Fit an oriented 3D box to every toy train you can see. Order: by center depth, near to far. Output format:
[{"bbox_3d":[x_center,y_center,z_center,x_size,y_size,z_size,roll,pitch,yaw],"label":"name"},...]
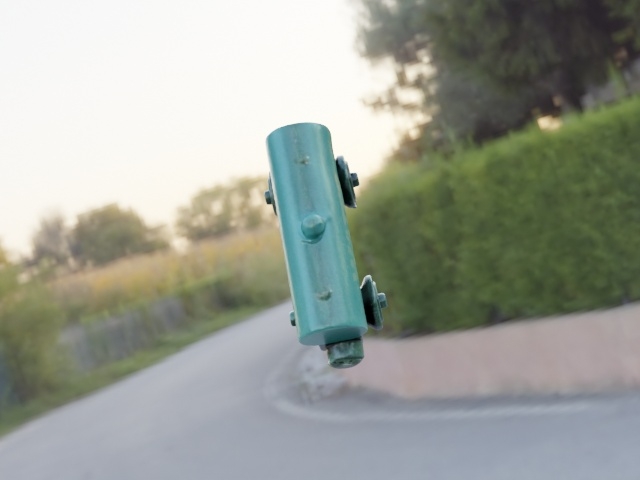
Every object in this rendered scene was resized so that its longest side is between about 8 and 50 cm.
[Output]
[{"bbox_3d":[0.000,0.000,1.274,0.101,0.248,0.159,-12,-13,4],"label":"toy train"}]
